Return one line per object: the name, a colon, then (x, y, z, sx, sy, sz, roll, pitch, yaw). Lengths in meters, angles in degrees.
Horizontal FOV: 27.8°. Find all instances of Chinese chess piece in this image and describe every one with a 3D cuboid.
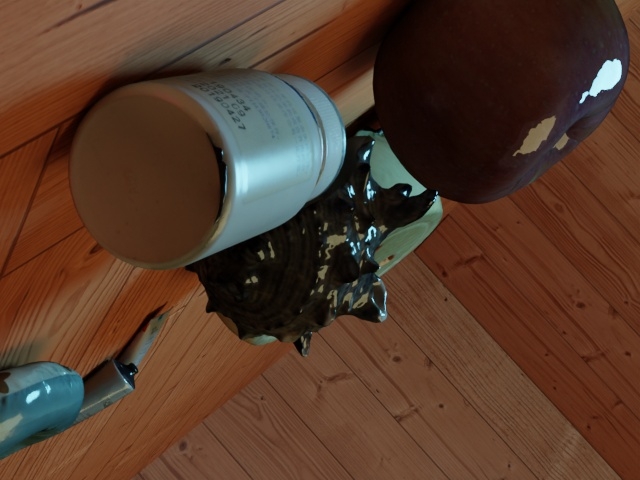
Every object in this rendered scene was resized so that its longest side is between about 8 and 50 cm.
Chinese chess piece: (0.000, 0.000, 1.714, 0.338, 0.140, 0.338, -32, 168, -8)

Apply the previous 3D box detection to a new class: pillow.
pillow: (-0.364, 0.210, 1.416, 0.214, 0.086, 0.233, -40, 173, 24)

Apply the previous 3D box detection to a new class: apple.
apple: (0.199, -0.191, 1.448, 0.306, 0.235, 0.305, -40, 170, -9)

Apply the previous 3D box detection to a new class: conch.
conch: (-0.022, -0.017, 1.305, 0.313, 0.186, 0.240, -16, -118, 59)

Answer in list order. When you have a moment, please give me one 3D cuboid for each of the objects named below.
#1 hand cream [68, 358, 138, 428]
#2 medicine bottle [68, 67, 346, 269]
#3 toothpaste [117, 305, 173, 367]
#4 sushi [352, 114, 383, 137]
hand cream: (-0.338, 0.231, 1.826, 0.186, 0.054, 0.087, -35, 168, -1)
medicine bottle: (-0.079, -0.067, 1.051, 0.143, 0.143, 0.258, -45, 171, 24)
toothpaste: (-0.263, 0.157, 1.851, 0.048, 0.031, 0.190, -30, 163, -47)
sushi: (0.095, -0.159, 1.827, 0.210, 0.040, 0.192, -38, 168, -9)
